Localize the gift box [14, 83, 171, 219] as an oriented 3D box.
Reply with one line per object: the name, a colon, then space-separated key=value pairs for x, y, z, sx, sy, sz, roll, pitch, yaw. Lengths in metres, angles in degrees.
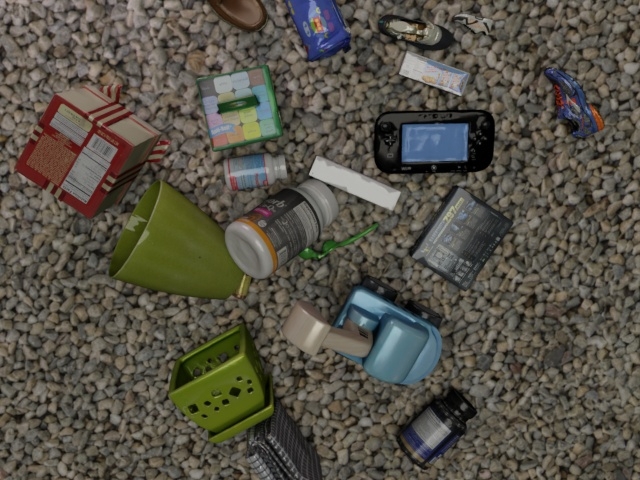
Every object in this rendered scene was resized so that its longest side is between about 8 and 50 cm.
gift box: x=-0.543 y=-0.234 z=1.802 sx=0.255 sy=0.258 sz=0.276 roll=38 pitch=104 yaw=-7

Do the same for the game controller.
game controller: x=0.300 y=-0.260 z=1.929 sx=0.319 sy=0.067 sz=0.166 roll=-1 pitch=99 yaw=-1

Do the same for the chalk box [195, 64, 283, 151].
chalk box: x=-0.192 y=-0.320 z=1.787 sx=0.180 sy=0.289 sz=0.179 roll=-12 pitch=99 yaw=0

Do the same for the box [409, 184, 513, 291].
box: x=0.379 y=-0.006 z=1.977 sx=0.183 sy=0.059 sz=0.233 roll=32 pitch=98 yaw=-7

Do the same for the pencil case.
pencil case: x=-0.023 y=-0.604 z=1.831 sx=0.133 sy=0.119 sz=0.306 roll=-19 pitch=101 yaw=25

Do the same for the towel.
towel: x=-0.096 y=0.566 z=1.940 sx=0.121 sy=0.284 sz=0.235 roll=-32 pitch=100 yaw=2

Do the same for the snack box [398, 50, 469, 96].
snack box: x=0.299 y=-0.438 z=1.922 sx=0.178 sy=0.022 sz=0.064 roll=18 pitch=97 yaw=-5

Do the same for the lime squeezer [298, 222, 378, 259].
lime squeezer: x=0.000 y=0.000 z=1.976 sx=0.310 sy=0.059 sz=0.110 roll=3 pitch=67 yaw=-2

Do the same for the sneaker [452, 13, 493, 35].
sneaker: x=0.394 y=-0.561 z=1.896 sx=0.109 sy=0.040 sz=0.044 roll=11 pitch=101 yaw=-4

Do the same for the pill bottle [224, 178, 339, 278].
pill bottle: x=-0.093 y=-0.036 z=1.849 sx=0.278 sy=0.162 sz=0.162 roll=-37 pitch=101 yaw=-33

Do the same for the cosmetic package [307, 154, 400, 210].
cosmetic package: x=0.087 y=-0.154 z=1.922 sx=0.239 sy=0.099 sz=0.060 roll=23 pitch=98 yaw=-6

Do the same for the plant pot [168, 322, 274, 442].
plant pot: x=-0.247 y=0.387 z=1.940 sx=0.227 sy=0.228 sz=0.207 roll=-30 pitch=107 yaw=3

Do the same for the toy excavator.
toy excavator: x=0.117 y=0.236 z=1.811 sx=0.433 sy=0.445 sz=0.222 roll=28 pitch=97 yaw=-7

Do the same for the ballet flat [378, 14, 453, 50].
ballet flat: x=0.248 y=-0.536 z=1.880 sx=0.203 sy=0.074 sz=0.074 roll=13 pitch=99 yaw=-5

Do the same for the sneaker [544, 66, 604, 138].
sneaker: x=0.655 y=-0.361 z=1.922 sx=0.087 sy=0.083 sz=0.221 roll=-37 pitch=95 yaw=12

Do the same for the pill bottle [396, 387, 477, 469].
pill bottle: x=0.327 y=0.521 z=2.030 sx=0.123 sy=0.123 sz=0.219 roll=44 pitch=95 yaw=-8

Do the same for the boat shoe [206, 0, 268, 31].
boat shoe: x=-0.260 y=-0.641 z=1.825 sx=0.307 sy=0.104 sz=0.111 roll=41 pitch=96 yaw=-8

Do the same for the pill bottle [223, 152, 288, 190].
pill bottle: x=-0.169 y=-0.182 z=1.913 sx=0.160 sy=0.087 sz=0.087 roll=-8 pitch=100 yaw=0

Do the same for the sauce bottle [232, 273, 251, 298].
sauce bottle: x=-0.205 y=0.094 z=1.980 sx=0.042 sy=0.042 sz=0.128 roll=17 pitch=99 yaw=-5

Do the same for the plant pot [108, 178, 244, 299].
plant pot: x=-0.344 y=0.030 z=1.874 sx=0.293 sy=0.275 sz=0.275 roll=28 pitch=98 yaw=-23
